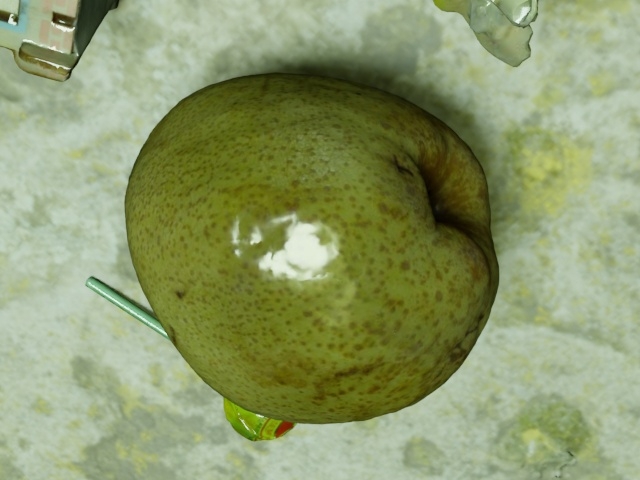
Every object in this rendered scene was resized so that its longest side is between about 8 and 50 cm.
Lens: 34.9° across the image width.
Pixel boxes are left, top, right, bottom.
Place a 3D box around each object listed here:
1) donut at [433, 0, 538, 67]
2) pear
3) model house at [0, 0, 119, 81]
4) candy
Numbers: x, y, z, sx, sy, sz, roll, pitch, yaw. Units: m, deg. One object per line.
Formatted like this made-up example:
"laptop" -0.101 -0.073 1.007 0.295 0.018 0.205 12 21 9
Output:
"donut" 0.211 -0.258 0.492 0.371 0.150 0.307 -8 116 11
"pear" 0.000 0.000 0.631 0.211 0.188 0.228 -21 111 20
"model house" -0.210 -0.272 0.531 0.244 0.169 0.326 18 120 0
"candy" -0.097 0.084 0.774 0.194 0.062 0.058 35 161 -2
